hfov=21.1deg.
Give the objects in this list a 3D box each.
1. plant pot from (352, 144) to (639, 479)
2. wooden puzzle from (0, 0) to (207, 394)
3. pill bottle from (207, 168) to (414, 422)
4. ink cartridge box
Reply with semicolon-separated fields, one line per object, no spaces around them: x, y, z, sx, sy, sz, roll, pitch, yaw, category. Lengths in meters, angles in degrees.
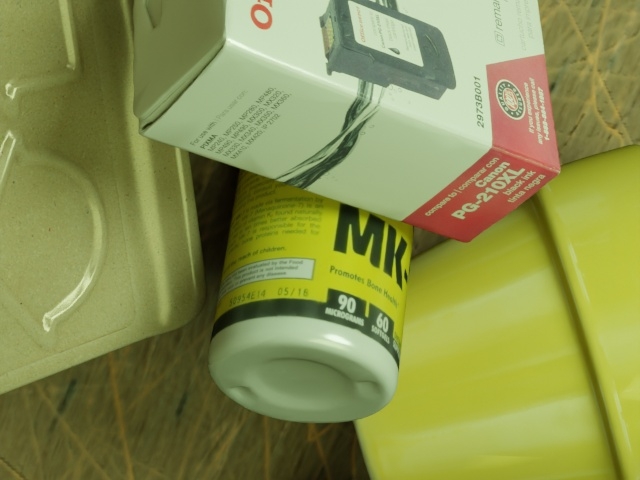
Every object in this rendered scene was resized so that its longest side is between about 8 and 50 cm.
0.139;0.085;1.179;0.239;0.254;0.254;-15;116;4;plant pot
-0.244;-0.057;1.011;0.347;0.080;0.322;-18;109;-35;wooden puzzle
0.000;0.000;1.097;0.119;0.209;0.119;5;149;3;pill bottle
0.015;-0.120;1.024;0.237;0.172;0.100;18;142;-30;ink cartridge box
